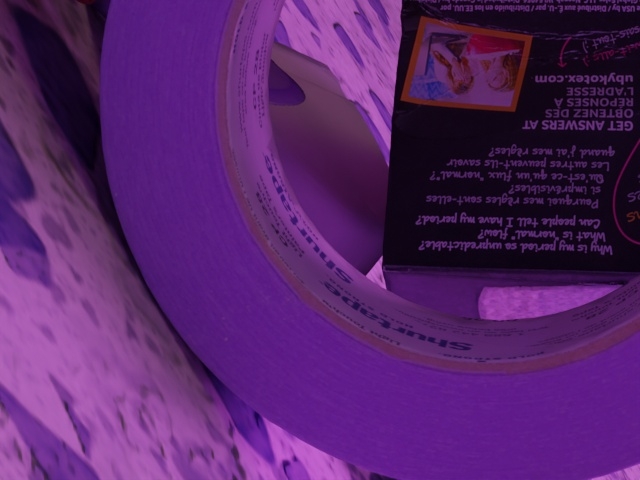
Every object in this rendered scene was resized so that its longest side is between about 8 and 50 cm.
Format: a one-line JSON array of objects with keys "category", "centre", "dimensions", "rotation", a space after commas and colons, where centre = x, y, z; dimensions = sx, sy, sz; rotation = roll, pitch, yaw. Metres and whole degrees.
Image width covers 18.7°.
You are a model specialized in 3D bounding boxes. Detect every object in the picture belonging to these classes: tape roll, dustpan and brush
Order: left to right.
[{"category": "dustpan and brush", "centre": [0.000, 0.000, 0.906], "dimensions": [0.147, 0.060, 0.211], "rotation": [16, 38, -57]}, {"category": "tape roll", "centre": [0.062, -0.052, 0.712], "dimensions": [0.275, 0.274, 0.090], "rotation": [59, 12, -3]}]

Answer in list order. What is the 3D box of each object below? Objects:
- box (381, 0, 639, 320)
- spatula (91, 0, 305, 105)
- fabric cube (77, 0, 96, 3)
[{"category": "box", "centre": [0.121, 0.000, 0.900], "dimensions": [0.247, 0.163, 0.142], "rotation": [72, 21, -67]}, {"category": "spatula", "centre": [-0.088, -0.155, 0.892], "dimensions": [0.084, 0.030, 0.296], "rotation": [8, 41, -38]}, {"category": "fabric cube", "centre": [-0.088, -0.297, 0.740], "dimensions": [0.259, 0.254, 0.258], "rotation": [40, 24, -62]}]
